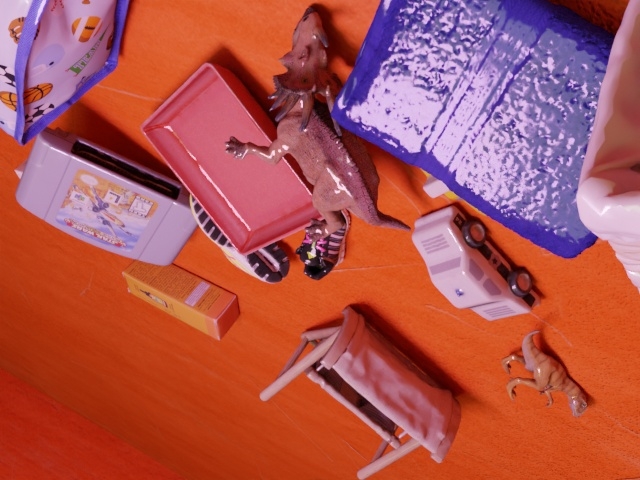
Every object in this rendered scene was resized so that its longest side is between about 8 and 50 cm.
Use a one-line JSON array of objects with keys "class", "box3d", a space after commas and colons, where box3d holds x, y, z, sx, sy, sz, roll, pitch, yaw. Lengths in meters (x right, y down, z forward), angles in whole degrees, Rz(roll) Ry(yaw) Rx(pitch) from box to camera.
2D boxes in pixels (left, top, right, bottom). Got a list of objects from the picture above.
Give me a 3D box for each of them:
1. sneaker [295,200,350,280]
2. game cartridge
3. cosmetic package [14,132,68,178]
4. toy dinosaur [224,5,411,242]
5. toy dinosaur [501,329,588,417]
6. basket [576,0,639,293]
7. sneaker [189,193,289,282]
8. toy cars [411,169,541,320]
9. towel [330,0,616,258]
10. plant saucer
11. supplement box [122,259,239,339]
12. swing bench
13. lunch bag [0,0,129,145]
[{"class": "sneaker", "box3d": [0.000, 0.000, 1.210, 0.063, 0.074, 0.170, 25, 147, 19]}, {"class": "game cartridge", "box3d": [-0.358, -0.063, 1.387, 0.297, 0.062, 0.198, 25, 132, -16]}, {"class": "cosmetic package", "box3d": [-0.481, -0.142, 1.456, 0.060, 0.115, 0.041, 17, 144, 29]}, {"class": "toy dinosaur", "box3d": [0.014, -0.106, 0.981, 0.295, 0.127, 0.200, 50, 154, -8]}, {"class": "toy dinosaur", "box3d": [0.313, 0.179, 1.170, 0.112, 0.064, 0.211, -21, 128, 34]}, {"class": "basket", "box3d": [0.373, -0.081, 0.465, 0.331, 0.328, 0.266, 8, 157, 38]}, {"class": "sneaker", "box3d": [-0.146, -0.007, 1.345, 0.208, 0.081, 0.094, 51, 160, -11]}, {"class": "toy cars", "box3d": [0.175, -0.020, 0.999, 0.177, 0.087, 0.393, 18, 144, 28]}, {"class": "towel", "box3d": [0.181, -0.141, 0.806, 0.308, 0.076, 0.227, 34, 130, 9]}, {"class": "plant saucer", "box3d": [-0.122, -0.114, 1.181, 0.258, 0.048, 0.259, 52, 145, -10]}, {"class": "supplement box", "box3d": [-0.279, 0.107, 1.626, 0.233, 0.080, 0.078, 23, 146, 18]}, {"class": "swing bench", "box3d": [0.079, 0.258, 1.397, 0.253, 0.165, 0.255, 42, 143, -8]}, {"class": "lunch bag", "box3d": [-0.404, -0.356, 0.989, 0.328, 0.239, 0.385, 40, 156, -2]}]
